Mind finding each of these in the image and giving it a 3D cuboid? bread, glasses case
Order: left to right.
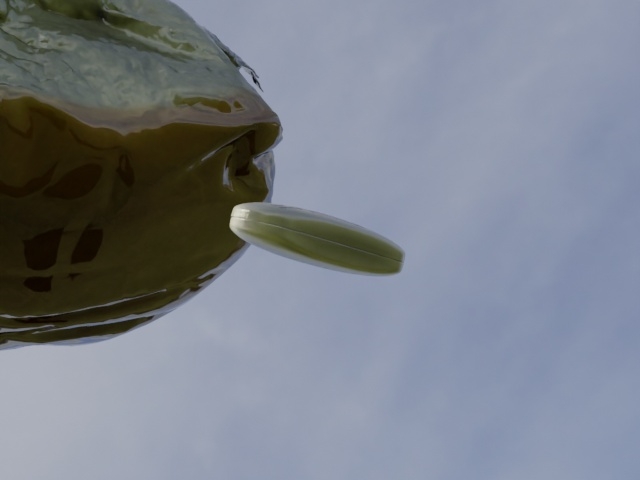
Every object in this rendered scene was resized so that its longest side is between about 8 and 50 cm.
[{"bbox_3d":[-0.176,-0.059,0.738,0.279,0.225,0.250,1,-32,-28],"label":"bread"},{"bbox_3d":[0.000,0.000,0.509,0.083,0.032,0.021,16,-92,-43],"label":"glasses case"}]
